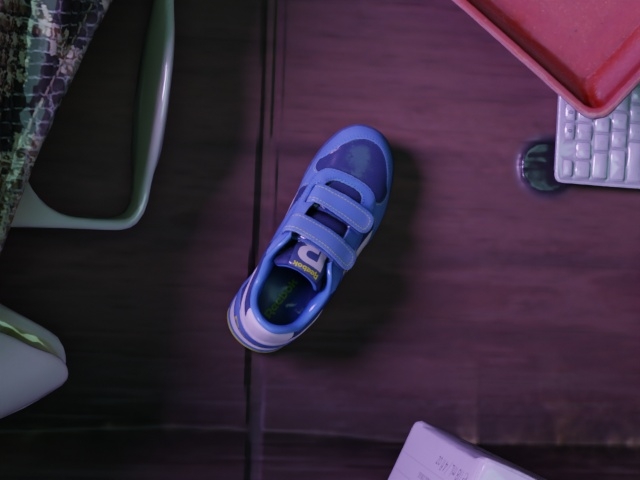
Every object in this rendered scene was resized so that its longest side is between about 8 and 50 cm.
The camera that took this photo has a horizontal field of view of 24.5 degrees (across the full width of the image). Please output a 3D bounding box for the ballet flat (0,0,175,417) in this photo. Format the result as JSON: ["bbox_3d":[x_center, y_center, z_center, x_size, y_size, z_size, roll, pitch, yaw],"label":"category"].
[{"bbox_3d":[-0.178,-0.026,0.768,0.182,0.164,0.483,27,83,-33],"label":"ballet flat"}]

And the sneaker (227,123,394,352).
[{"bbox_3d":[0.000,0.000,0.826,0.053,0.059,0.144,29,85,-4],"label":"sneaker"}]

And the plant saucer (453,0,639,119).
[{"bbox_3d":[0.143,-0.237,0.837,0.258,0.048,0.259,43,85,6],"label":"plant saucer"}]

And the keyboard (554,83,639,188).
[{"bbox_3d":[0.180,-0.159,0.875,0.072,0.014,0.256,4,89,-7],"label":"keyboard"}]

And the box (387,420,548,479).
[{"bbox_3d":[0.119,0.192,0.776,0.182,0.181,0.119,26,86,-6],"label":"box"}]
